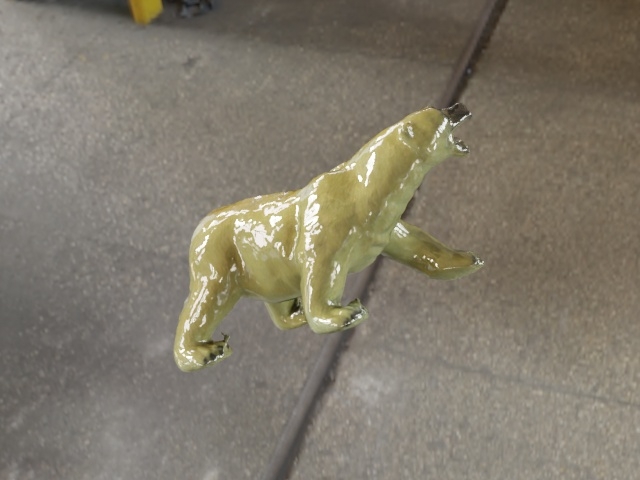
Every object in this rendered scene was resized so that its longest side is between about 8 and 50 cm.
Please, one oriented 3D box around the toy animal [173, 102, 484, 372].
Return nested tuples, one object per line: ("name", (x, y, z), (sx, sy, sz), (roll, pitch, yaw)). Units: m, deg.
("toy animal", (0.000, 0.000, 0.614), (0.218, 0.101, 0.103), (-20, 0, 36))
